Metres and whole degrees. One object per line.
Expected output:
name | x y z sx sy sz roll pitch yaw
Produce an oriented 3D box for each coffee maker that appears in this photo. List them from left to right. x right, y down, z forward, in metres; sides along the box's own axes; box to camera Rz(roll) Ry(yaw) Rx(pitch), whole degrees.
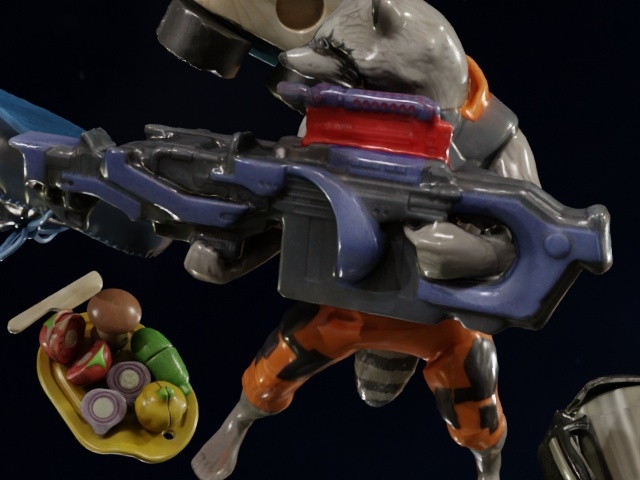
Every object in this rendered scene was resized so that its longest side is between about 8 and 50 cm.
coffee maker | 0.235 0.217 0.956 0.120 0.178 0.171 -7 -42 0

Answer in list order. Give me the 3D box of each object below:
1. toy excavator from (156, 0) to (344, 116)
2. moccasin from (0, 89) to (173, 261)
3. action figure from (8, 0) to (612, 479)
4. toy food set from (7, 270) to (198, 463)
toy excavator | 0.009 -0.313 1.649 0.433 0.445 0.222 24 -72 -19
moccasin | -0.269 -0.058 1.129 0.138 0.342 0.116 6 -69 -62
action figure | 0.000 0.000 0.769 0.341 0.178 0.330 17 -60 15
toy food set | -0.199 0.109 1.225 0.128 0.218 0.071 -25 -26 -35
